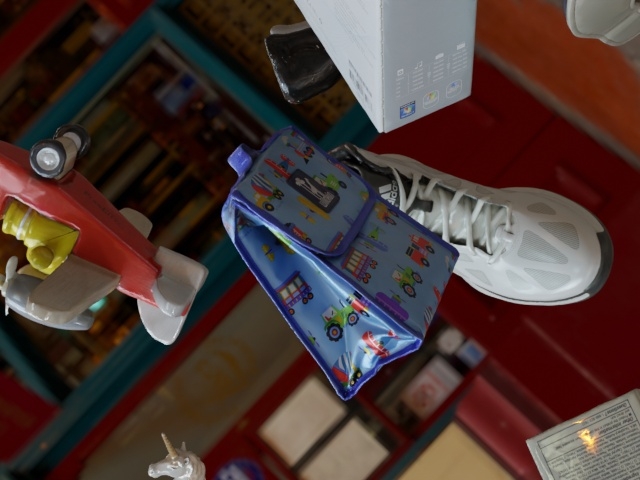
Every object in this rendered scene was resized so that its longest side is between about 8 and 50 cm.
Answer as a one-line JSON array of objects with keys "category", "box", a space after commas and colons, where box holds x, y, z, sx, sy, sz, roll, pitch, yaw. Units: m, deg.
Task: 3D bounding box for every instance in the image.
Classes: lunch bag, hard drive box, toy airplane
[{"category": "lunch bag", "box": [0.000, 0.000, 1.666, 0.293, 0.138, 0.221, 45, -149, -8]}, {"category": "hard drive box", "box": [0.043, -0.230, 1.117, 0.181, 0.089, 0.232, 59, 167, 29]}, {"category": "toy airplane", "box": [-0.374, 0.034, 2.272, 0.386, 0.272, 0.384, 26, -153, -49]}]

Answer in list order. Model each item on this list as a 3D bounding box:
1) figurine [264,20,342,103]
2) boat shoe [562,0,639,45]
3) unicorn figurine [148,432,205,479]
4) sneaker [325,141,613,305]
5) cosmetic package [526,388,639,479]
[{"category": "figurine", "box": [0.045, -0.258, 1.808, 0.215, 0.209, 0.092, -87, -23, -76]}, {"category": "boat shoe", "box": [0.264, -0.237, 1.355, 0.065, 0.075, 0.206, 59, -160, 17]}, {"category": "unicorn figurine", "box": [-0.133, 0.249, 1.231, 0.162, 0.111, 0.060, 63, -160, -3]}, {"category": "sneaker", "box": [0.161, -0.019, 1.951, 0.447, 0.169, 0.257, 19, -172, 33]}, {"category": "cosmetic package", "box": [0.377, 0.335, 1.648, 0.129, 0.153, 0.296, 17, -132, -66]}]
